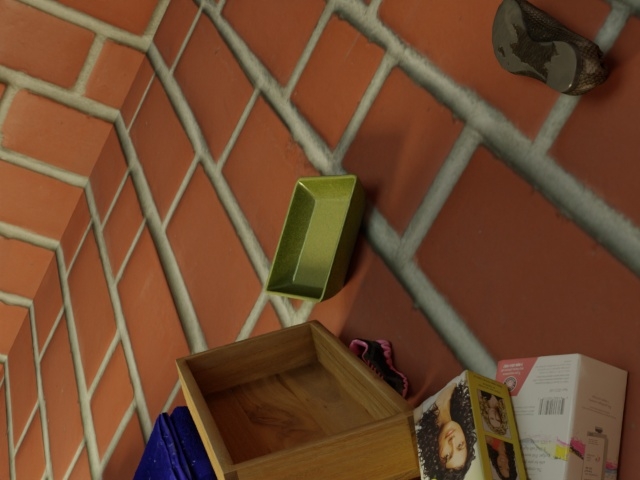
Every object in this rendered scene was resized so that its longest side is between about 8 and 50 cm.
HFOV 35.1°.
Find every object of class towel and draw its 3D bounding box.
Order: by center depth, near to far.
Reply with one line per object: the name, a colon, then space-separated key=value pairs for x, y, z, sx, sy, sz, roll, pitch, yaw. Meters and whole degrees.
towel: x=-0.239 y=0.430 z=1.610 sx=0.228 sy=0.076 sz=0.308 roll=-62 pitch=28 yaw=15

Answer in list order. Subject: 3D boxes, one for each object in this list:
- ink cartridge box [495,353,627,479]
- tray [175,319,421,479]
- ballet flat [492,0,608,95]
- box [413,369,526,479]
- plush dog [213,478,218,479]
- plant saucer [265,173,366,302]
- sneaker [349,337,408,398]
ink cartridge box: x=0.211 y=0.211 z=0.938 sx=0.115 sy=0.067 sz=0.198 roll=-17 pitch=57 yaw=58
tray: x=-0.041 y=0.198 z=1.183 sx=0.411 sy=0.202 sz=0.076 roll=-151 pitch=47 yaw=-74
ballet flat: x=0.260 y=-0.222 z=1.157 sx=0.250 sy=0.058 sz=0.084 roll=-120 pitch=33 yaw=-63
box: x=0.140 y=0.238 z=0.907 sx=0.087 sy=0.058 sz=0.232 roll=-47 pitch=33 yaw=36
plush dog: x=0.003 y=0.355 z=1.103 sx=0.225 sy=0.262 sz=0.211 roll=-144 pitch=42 yaw=-72
plant saucer: x=0.000 y=0.000 z=1.487 sx=0.188 sy=0.045 sz=0.188 roll=4 pitch=76 yaw=61
sneaker: x=0.067 y=0.162 z=1.246 sx=0.047 sy=0.057 sz=0.119 roll=-56 pitch=31 yaw=20
